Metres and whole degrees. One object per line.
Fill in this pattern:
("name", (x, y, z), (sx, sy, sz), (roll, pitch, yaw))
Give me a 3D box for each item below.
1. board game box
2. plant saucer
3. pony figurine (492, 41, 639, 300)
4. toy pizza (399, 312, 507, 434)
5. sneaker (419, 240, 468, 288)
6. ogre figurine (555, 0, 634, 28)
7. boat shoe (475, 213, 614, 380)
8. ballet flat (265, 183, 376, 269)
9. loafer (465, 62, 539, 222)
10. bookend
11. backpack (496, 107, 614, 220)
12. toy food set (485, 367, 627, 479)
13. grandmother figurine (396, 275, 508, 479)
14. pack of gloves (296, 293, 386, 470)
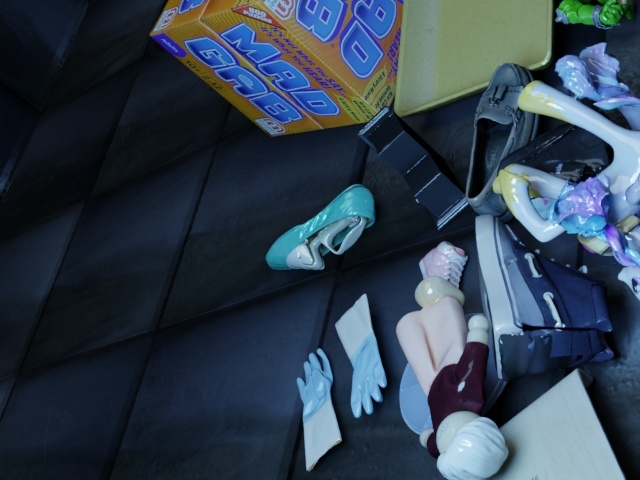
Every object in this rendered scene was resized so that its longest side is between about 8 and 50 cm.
("board game box", (-0.041, -0.464, 2.308), (0.356, 0.356, 0.356), (-3, 56, 50))
("plant saucer", (0.289, -0.387, 2.046), (0.332, 0.081, 0.333), (-16, 58, 43))
("pony figurine", (0.407, -0.088, 1.449), (0.351, 0.303, 0.363), (-55, 52, 15))
("toy pizza", (0.197, 0.195, 1.675), (0.201, 0.032, 0.201), (-32, 36, 27))
("sneaker", (0.197, 0.049, 1.799), (0.070, 0.051, 0.134), (-46, 29, 19))
("ogre figurine", (0.451, -0.413, 1.901), (0.118, 0.097, 0.197), (-4, 66, 35))
("boat shoe", (0.303, 0.068, 1.609), (0.158, 0.127, 0.340), (-7, 33, 5))
("ballet flat", (0.000, 0.000, 2.067), (0.247, 0.083, 0.087), (-38, 49, 24))
("loafer", (0.279, -0.163, 1.824), (0.096, 0.084, 0.267), (-8, 67, 44))
("bookend", (0.153, -0.120, 1.922), (0.072, 0.156, 0.157), (-42, 35, 13))
("backpack", (0.349, -0.092, 1.693), (0.182, 0.115, 0.152), (-26, 37, 30))
("toy food set", (0.284, 0.319, 1.416), (0.220, 0.092, 0.306), (-41, 26, 18))
("grandmother figurine", (0.170, 0.197, 1.534), (0.342, 0.104, 0.208), (-99, 15, -62))
("pack of gloves", (0.041, 0.227, 1.844), (0.195, 0.046, 0.232), (-49, 28, 25))
